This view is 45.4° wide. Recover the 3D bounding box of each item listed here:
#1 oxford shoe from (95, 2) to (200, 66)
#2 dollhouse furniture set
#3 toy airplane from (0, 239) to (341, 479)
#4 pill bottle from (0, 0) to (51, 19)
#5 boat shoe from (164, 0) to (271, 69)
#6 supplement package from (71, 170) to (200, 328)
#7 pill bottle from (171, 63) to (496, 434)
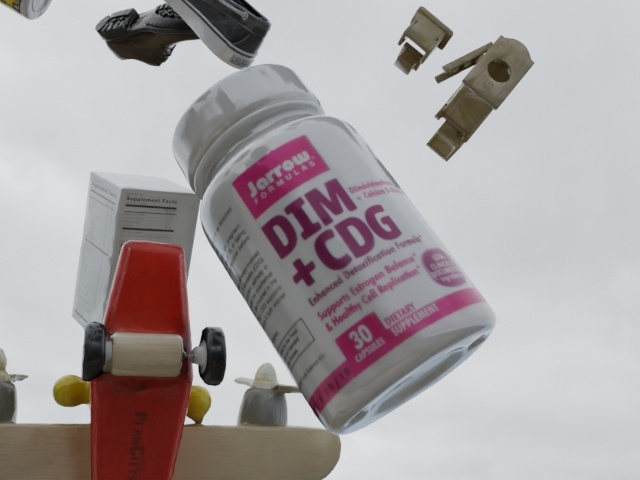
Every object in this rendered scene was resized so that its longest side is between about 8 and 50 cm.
[{"bbox_3d":[-0.275,-0.356,1.335,0.227,0.083,0.096,3,-42,28],"label":"oxford shoe"},{"bbox_3d":[0.174,-0.227,1.055,0.161,0.101,0.182,40,-20,1],"label":"dollhouse furniture set"},{"bbox_3d":[-0.217,0.232,0.880,0.386,0.384,0.272,52,-4,-22],"label":"toy airplane"},{"bbox_3d":[-0.422,-0.350,1.019,0.116,0.065,0.065,31,-29,2],"label":"pill bottle"},{"bbox_3d":[-0.185,-0.398,1.187,0.108,0.301,0.102,-5,-41,-54],"label":"boat shoe"},{"bbox_3d":[-0.293,0.026,1.208,0.133,0.244,0.139,3,14,-38],"label":"supplement package"},{"bbox_3d":[0.000,0.000,0.635,0.160,0.283,0.160,-30,-21,-13],"label":"pill bottle"}]
